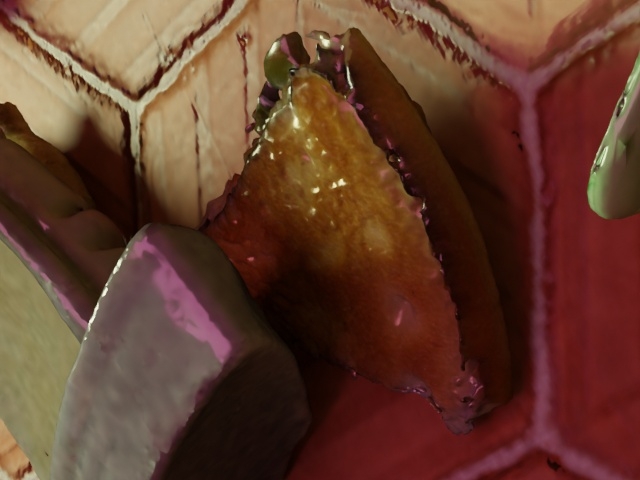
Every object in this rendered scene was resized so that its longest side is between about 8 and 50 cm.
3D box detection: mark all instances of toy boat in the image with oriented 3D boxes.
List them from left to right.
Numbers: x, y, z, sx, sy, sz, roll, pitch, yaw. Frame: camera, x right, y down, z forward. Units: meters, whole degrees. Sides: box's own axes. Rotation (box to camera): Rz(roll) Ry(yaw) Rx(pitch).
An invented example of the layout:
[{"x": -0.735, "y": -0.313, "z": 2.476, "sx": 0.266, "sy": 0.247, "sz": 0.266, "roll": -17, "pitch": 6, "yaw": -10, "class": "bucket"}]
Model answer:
[{"x": -0.122, "y": 0.046, "z": 0.739, "sx": 0.293, "sy": 0.111, "sz": 0.276, "roll": 34, "pitch": 146, "yaw": 34, "class": "toy boat"}]

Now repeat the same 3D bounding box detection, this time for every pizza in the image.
[{"x": 0.000, "y": 0.000, "z": 0.685, "sx": 0.195, "sy": 0.052, "sz": 0.185, "roll": -9, "pitch": 106, "yaw": 51, "class": "pizza"}]

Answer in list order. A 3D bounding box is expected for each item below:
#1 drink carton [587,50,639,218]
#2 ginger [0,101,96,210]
[{"x": 0.187, "y": -0.047, "z": 0.450, "sx": 0.142, "sy": 0.144, "sz": 0.146, "roll": 29, "pitch": 116, "yaw": 27, "class": "drink carton"}, {"x": -0.234, "y": -0.007, "z": 0.898, "sx": 0.299, "sy": 0.065, "sz": 0.118, "roll": -10, "pitch": 93, "yaw": 41, "class": "ginger"}]
